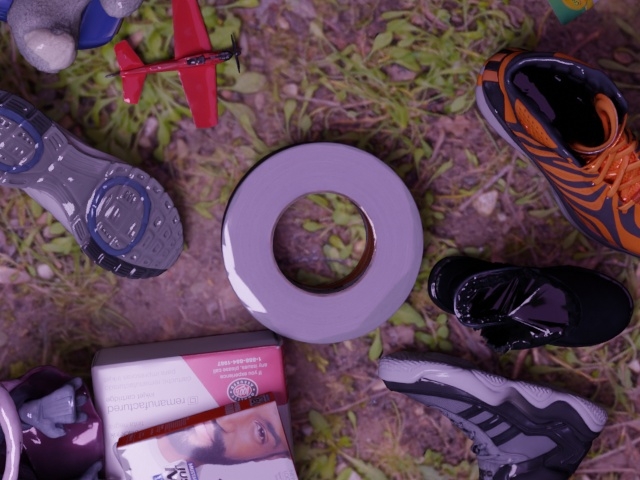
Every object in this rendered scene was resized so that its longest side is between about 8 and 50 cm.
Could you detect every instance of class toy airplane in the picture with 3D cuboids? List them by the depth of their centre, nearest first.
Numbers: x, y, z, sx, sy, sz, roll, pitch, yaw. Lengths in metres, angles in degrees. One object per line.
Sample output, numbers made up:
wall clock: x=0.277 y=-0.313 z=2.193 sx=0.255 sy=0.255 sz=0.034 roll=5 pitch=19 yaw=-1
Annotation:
toy airplane: x=-0.161 y=-0.193 z=1.386 sx=0.151 sy=0.028 sz=0.151 roll=-1 pitch=97 yaw=-6

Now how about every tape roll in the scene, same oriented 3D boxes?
tape roll: x=0.000 y=0.000 z=1.400 sx=0.219 sy=0.072 sz=0.219 roll=-1 pitch=97 yaw=-6

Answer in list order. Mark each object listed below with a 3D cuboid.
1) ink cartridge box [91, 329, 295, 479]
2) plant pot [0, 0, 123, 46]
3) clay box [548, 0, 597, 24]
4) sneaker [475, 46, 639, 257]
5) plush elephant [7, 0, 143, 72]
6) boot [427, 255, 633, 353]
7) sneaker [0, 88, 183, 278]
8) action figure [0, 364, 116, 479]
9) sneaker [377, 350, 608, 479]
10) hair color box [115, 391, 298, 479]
ink cartridge box: x=-0.130 y=0.253 z=1.390 sx=0.207 sy=0.117 sz=0.283 roll=-6 pitch=96 yaw=-5
plant pot: x=-0.271 y=-0.316 z=1.265 sx=0.212 sy=0.236 sz=0.236 roll=24 pitch=92 yaw=-13
clay box: x=0.310 y=-0.351 z=1.377 sx=0.222 sy=0.053 sz=0.127 roll=-41 pitch=130 yaw=0
sneaker: x=0.302 y=-0.082 z=1.366 sx=0.321 sy=0.180 sz=0.124 roll=38 pitch=91 yaw=-8
plush elephant: x=-0.195 y=-0.317 z=1.036 sx=0.330 sy=0.255 sz=0.272 roll=-42 pitch=109 yaw=-8
boot: x=0.244 y=0.075 z=1.363 sx=0.246 sy=0.207 sz=0.094 roll=11 pitch=95 yaw=-7
sneaker: x=-0.265 y=-0.070 z=1.352 sx=0.297 sy=0.129 sz=0.111 roll=41 pitch=89 yaw=-26
action figure: x=-0.399 y=0.235 z=1.280 sx=0.370 sy=0.276 sz=0.248 roll=-1 pitch=91 yaw=15
sneaker: x=0.180 y=0.220 z=1.424 sx=0.269 sy=0.101 sz=0.153 roll=16 pitch=92 yaw=-9
hair color box: x=-0.115 y=0.225 z=1.302 sx=0.167 sy=0.053 sz=0.093 roll=-17 pitch=95 yaw=-5
